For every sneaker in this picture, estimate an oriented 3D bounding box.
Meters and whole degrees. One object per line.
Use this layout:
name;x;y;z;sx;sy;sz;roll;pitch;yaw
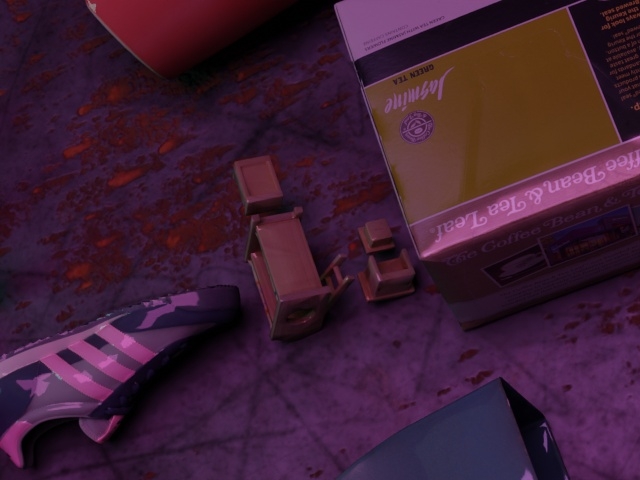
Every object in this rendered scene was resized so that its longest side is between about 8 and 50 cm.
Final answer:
sneaker;-0.221;0.149;1.912;0.319;0.112;0.131;-22;80;10

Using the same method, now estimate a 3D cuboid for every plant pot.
plant pot;-0.153;-0.337;2.013;0.243;0.275;0.275;-42;62;9
plant pot;0.124;0.274;1.713;0.234;0.165;0.166;-26;62;13

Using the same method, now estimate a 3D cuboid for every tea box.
tea box;0.231;-0.130;1.816;0.329;0.220;0.323;-20;62;8

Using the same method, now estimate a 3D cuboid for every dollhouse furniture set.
dollhouse furniture set;0.000;0.000;1.923;0.161;0.101;0.182;-11;62;-15
